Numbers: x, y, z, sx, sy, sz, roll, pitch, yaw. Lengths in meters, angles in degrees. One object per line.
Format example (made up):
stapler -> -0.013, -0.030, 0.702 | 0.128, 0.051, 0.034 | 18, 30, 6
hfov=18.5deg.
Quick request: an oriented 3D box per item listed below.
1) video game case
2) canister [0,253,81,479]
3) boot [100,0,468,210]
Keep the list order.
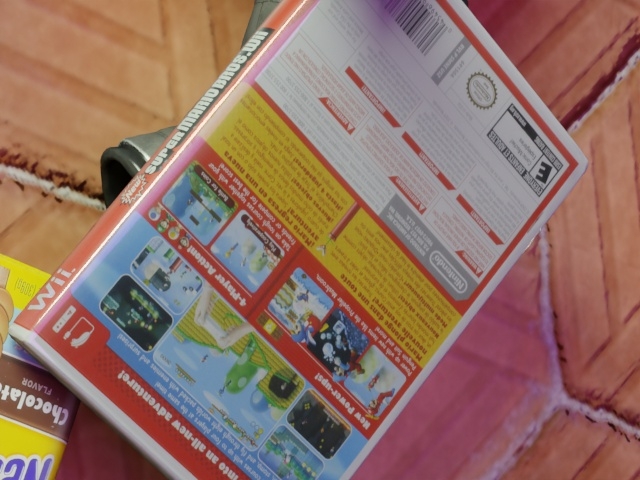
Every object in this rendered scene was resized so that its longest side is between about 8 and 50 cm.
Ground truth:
video game case -> 0.000, 0.000, 1.012 | 0.285, 0.025, 0.204 | -51, 122, -14
canister -> -0.182, 0.091, 0.960 | 0.126, 0.073, 0.170 | 25, 75, -34
boot -> -0.027, -0.091, 1.047 | 0.223, 0.118, 0.338 | -32, 104, -25
